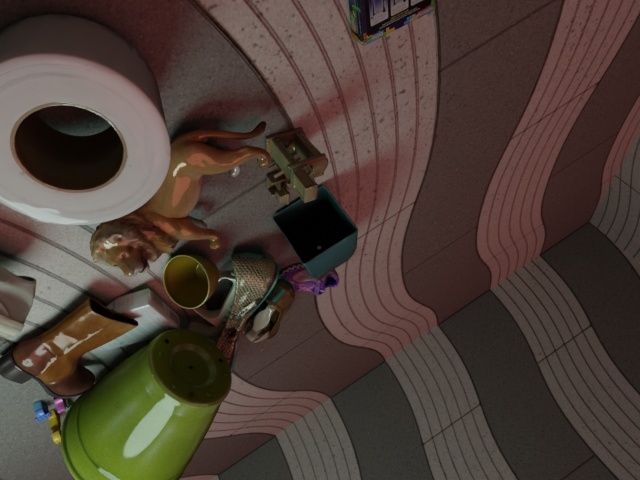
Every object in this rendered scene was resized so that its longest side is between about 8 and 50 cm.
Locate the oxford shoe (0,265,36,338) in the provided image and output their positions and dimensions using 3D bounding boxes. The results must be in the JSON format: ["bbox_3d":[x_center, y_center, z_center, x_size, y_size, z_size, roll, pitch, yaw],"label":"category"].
[{"bbox_3d":[-0.640,0.015,0.705,0.449,0.169,0.130,58,46,-51],"label":"oxford shoe"}]

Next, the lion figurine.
[{"bbox_3d":[-0.280,-0.100,0.910,0.240,0.142,0.392,16,108,-44],"label":"lion figurine"}]

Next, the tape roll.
[{"bbox_3d":[-0.345,-0.166,0.639,0.246,0.169,0.246,-14,133,-15],"label":"tape roll"}]

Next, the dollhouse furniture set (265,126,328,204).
[{"bbox_3d":[-0.038,-0.131,1.026,0.101,0.182,0.160,-22,146,-22],"label":"dollhouse furniture set"}]

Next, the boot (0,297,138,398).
[{"bbox_3d":[-0.574,0.262,1.123,0.281,0.096,0.264,-33,136,3],"label":"boot"}]

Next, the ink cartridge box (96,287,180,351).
[{"bbox_3d":[-0.507,0.212,1.181,0.225,0.056,0.181,-15,148,1],"label":"ink cartridge box"}]

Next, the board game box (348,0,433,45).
[{"bbox_3d":[0.135,-0.474,0.863,0.170,0.048,0.141,-30,147,-9],"label":"board game box"}]

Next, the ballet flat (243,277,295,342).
[{"bbox_3d":[-0.176,0.246,1.421,0.124,0.116,0.342,-50,177,-42],"label":"ballet flat"}]

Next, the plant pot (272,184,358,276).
[{"bbox_3d":[0.000,0.000,1.272,0.166,0.165,0.234,-33,157,-6],"label":"plant pot"}]

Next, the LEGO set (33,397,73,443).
[{"bbox_3d":[-0.739,0.512,1.296,0.087,0.093,0.227,-23,147,-20],"label":"LEGO set"}]

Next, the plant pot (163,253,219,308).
[{"bbox_3d":[-0.307,0.092,1.138,0.134,0.134,0.095,-50,171,22],"label":"plant pot"}]

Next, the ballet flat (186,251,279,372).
[{"bbox_3d":[-0.285,0.219,1.320,0.182,0.164,0.482,13,121,-25],"label":"ballet flat"}]

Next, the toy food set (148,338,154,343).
[{"bbox_3d":[-0.456,0.310,1.375,0.078,0.019,0.122,-30,141,-10],"label":"toy food set"}]

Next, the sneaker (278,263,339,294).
[{"bbox_3d":[-0.036,0.132,1.461,0.237,0.104,0.095,-15,145,-28],"label":"sneaker"}]

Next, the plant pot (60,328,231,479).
[{"bbox_3d":[-0.429,0.434,1.225,0.353,0.366,0.367,-49,147,21],"label":"plant pot"}]
